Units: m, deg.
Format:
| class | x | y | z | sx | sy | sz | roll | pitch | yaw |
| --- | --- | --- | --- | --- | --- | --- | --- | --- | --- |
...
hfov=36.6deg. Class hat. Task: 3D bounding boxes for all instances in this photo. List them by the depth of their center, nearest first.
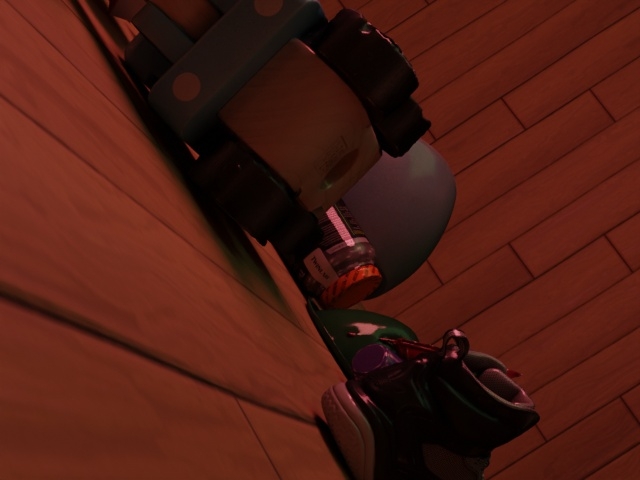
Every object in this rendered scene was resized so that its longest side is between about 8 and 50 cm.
| class | x | y | z | sx | sy | sz | roll | pitch | yaw |
| --- | --- | --- | --- | --- | --- | --- | --- | --- | --- |
| hat | 0.112 | 0.117 | 1.269 | 0.209 | 0.183 | 0.173 | 57 | 2 | -13 |

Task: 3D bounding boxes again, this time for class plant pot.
| class | x | y | z | sx | sy | sz | roll | pitch | yaw |
| --- | --- | --- | --- | --- | --- | --- | --- | --- | --- |
| plant pot | 0.058 | -0.020 | 1.536 | 0.290 | 0.290 | 0.195 | 55 | 39 | -42 |

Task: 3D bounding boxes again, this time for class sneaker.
| class | x | y | z | sx | sy | sz | roll | pitch | yaw |
| --- | --- | --- | --- | --- | --- | --- | --- | --- | --- |
| sneaker | 0.123 | 0.191 | 0.813 | 0.269 | 0.153 | 0.101 | 56 | 3 | -30 |

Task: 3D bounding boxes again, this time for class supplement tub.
| class | x | y | z | sx | sy | sz | roll | pitch | yaw |
| --- | --- | --- | --- | --- | --- | --- | --- | --- | --- |
| supplement tub | 0.000 | 0.000 | 1.368 | 0.190 | 0.117 | 0.117 | 58 | 2 | 22 |

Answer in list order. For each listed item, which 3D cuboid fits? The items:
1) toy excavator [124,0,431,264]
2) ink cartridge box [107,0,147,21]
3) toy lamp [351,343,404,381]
| class | x | y | z | sx | sy | sz | roll | pitch | yaw |
| --- | --- | --- | --- | --- | --- | --- | --- | --- | --- |
| toy excavator | -0.135 | -0.221 | 0.956 | 0.445 | 0.222 | 0.433 | 43 | -1 | 14 |
| ink cartridge box | -0.174 | -0.378 | 1.129 | 0.158 | 0.092 | 0.218 | -28 | -128 | 59 |
| toy lamp | 0.118 | 0.232 | 1.181 | 0.275 | 0.080 | 0.080 | 55 | 3 | -32 |
